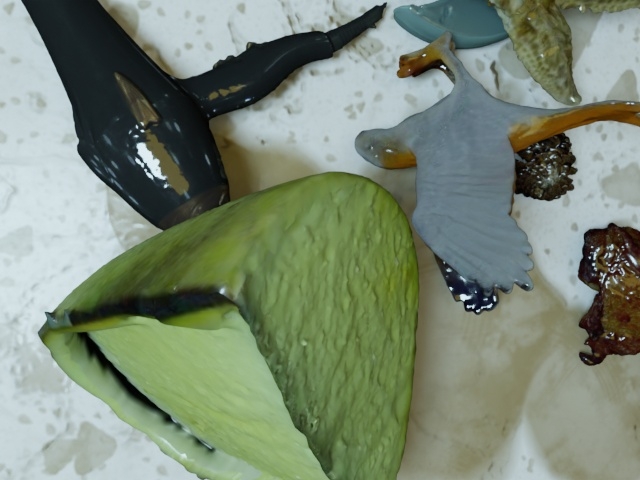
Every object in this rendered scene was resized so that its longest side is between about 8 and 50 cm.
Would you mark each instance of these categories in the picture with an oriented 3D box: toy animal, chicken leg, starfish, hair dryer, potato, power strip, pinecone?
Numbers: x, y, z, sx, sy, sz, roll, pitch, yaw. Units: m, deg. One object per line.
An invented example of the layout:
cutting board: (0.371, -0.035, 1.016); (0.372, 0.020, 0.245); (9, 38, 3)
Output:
toy animal: (0.194, -0.104, 0.564); (0.284, 0.225, 0.302); (-33, 72, 8)
chicken leg: (0.414, 0.117, 0.698); (0.322, 0.083, 0.177); (42, 94, -8)
starfish: (0.197, -0.351, 0.577); (0.432, 0.082, 0.324); (38, 90, -9)
hair dryer: (-0.094, -0.197, 0.593); (0.359, 0.120, 0.304); (-30, 83, -18)
potato: (-0.071, 0.075, 0.533); (0.213, 0.280, 0.330); (-60, 139, -38)
power strip: (0.189, -0.328, 0.641); (0.167, 0.054, 0.253); (21, 89, -13)
pinecone: (0.250, -0.086, 0.657); (0.077, 0.077, 0.083); (28, 56, -11)
